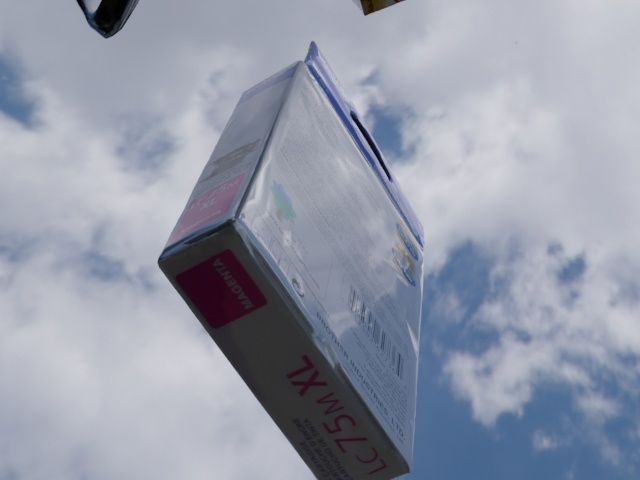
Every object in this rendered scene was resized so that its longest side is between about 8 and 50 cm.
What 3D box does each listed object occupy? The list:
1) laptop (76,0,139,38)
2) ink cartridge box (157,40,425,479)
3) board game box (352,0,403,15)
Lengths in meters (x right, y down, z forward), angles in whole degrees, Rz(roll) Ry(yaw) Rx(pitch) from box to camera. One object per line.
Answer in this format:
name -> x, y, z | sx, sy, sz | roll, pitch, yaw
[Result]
laptop -> -0.130, -0.352, 0.462 | 0.236, 0.382, 0.408 | 22, -76, -25
ink cartridge box -> 0.000, 0.000, 0.733 | 0.065, 0.311, 0.186 | -25, -68, 21
board game box -> 0.094, -0.222, 0.739 | 0.193, 0.147, 0.045 | -22, -59, -4
